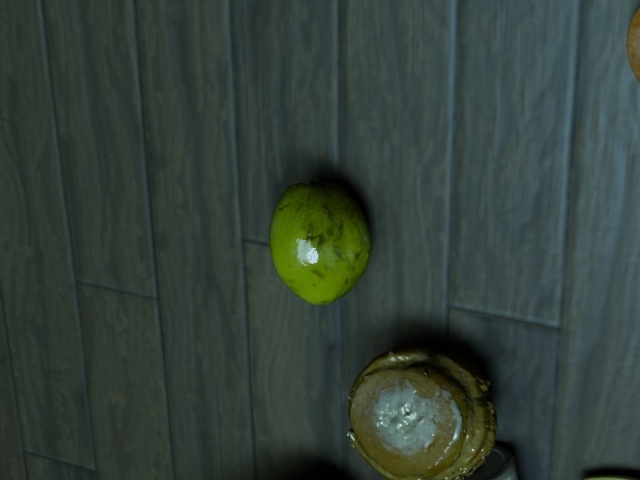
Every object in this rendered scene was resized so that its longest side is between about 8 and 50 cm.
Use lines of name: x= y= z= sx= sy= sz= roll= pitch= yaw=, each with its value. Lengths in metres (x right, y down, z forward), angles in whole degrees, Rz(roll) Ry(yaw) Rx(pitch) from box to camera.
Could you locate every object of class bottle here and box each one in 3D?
bottle: x=0.179 y=0.307 z=1.299 sx=0.099 sy=0.099 sz=0.152 roll=-1 pitch=116 yaw=27

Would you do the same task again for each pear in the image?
pear: x=0.000 y=0.000 z=1.237 sx=0.107 sy=0.107 sz=0.131 roll=5 pitch=103 yaw=25

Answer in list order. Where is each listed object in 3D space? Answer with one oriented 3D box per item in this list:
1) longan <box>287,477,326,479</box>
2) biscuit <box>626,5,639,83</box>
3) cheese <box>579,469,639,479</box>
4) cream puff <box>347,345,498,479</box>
longan: x=-0.033 y=0.394 z=1.373 sx=0.248 sy=0.248 sz=0.248 roll=11 pitch=117 yaw=22
biscuit: x=0.347 y=-0.253 z=0.979 sx=0.205 sy=0.049 sz=0.324 roll=27 pitch=124 yaw=12
cheese: x=0.351 y=0.278 z=1.231 sx=0.162 sy=0.036 sz=0.086 roll=-8 pitch=110 yaw=30
cream puff: x=0.111 y=0.183 z=1.256 sx=0.165 sy=0.115 sz=0.150 roll=45 pitch=110 yaw=26
